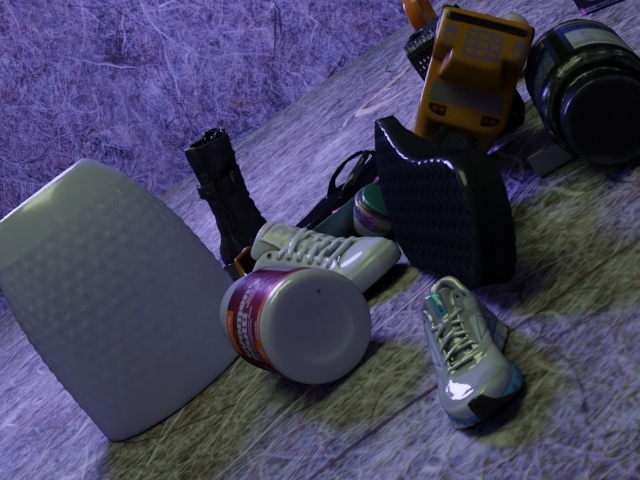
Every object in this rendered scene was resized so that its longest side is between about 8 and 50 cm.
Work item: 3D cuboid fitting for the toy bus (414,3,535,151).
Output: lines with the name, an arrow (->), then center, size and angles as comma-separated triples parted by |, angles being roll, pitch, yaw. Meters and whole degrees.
toy bus -> 0.179, -0.185, 1.365 | 0.333, 0.108, 0.130 | 49, -123, -85

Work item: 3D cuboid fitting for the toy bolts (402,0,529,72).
toy bolts -> 0.257, -0.343, 1.865 | 0.158, 0.218, 0.228 | -26, 34, 22

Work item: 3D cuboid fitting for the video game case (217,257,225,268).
video game case -> -0.190, 0.085, 1.904 | 0.196, 0.026, 0.274 | -33, 12, 19

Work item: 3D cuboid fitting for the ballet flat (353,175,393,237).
ballet flat -> 0.084, -0.046, 1.532 | 0.079, 0.077, 0.221 | -52, 0, 26

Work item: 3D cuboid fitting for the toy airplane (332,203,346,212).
toy airplane -> 0.089, -0.078, 1.706 | 0.151, 0.028, 0.151 | -34, 13, 9

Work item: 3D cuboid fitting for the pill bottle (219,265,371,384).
pill bottle -> -0.037, 0.088, 1.227 | 0.121, 0.121, 0.221 | -41, 13, -16

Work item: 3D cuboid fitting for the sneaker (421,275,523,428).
sneaker -> 0.112, 0.085, 0.913 | 0.071, 0.083, 0.191 | -33, 14, 11

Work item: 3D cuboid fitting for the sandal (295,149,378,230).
sandal -> 0.046, -0.095, 1.826 | 0.254, 0.054, 0.097 | -44, 14, -28

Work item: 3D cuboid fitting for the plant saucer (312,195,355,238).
plant saucer -> 0.000, 0.000, 1.596 | 0.195, 0.037, 0.195 | -38, -1, 0

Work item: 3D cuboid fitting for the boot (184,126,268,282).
boot -> -0.123, -0.066, 1.711 | 0.091, 0.229, 0.263 | -18, 6, 13

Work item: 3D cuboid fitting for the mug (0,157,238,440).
mug -> -0.288, 0.050, 1.583 | 0.276, 0.328, 0.374 | -35, 12, 10

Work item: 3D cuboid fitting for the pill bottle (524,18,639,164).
pill bottle -> 0.292, -0.159, 1.194 | 0.123, 0.123, 0.219 | -34, 17, 16

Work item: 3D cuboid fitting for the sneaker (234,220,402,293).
sneaker -> -0.021, 0.028, 1.406 | 0.290, 0.123, 0.106 | -20, 20, 52

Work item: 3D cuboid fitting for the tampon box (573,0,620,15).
tampon box -> 0.456, -0.476, 1.827 | 0.101, 0.161, 0.120 | -42, 12, -20

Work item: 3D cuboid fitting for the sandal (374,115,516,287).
sandal -> 0.146, -0.044, 1.205 | 0.107, 0.167, 0.446 | -11, 14, -8

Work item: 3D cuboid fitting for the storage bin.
storage bin -> 0.208, -0.234, 1.585 | 0.084, 0.180, 0.122 | -32, 13, 21

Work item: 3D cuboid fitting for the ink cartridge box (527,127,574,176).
ink cartridge box -> 0.273, -0.111, 1.303 | 0.048, 0.028, 0.083 | -30, 14, 26
